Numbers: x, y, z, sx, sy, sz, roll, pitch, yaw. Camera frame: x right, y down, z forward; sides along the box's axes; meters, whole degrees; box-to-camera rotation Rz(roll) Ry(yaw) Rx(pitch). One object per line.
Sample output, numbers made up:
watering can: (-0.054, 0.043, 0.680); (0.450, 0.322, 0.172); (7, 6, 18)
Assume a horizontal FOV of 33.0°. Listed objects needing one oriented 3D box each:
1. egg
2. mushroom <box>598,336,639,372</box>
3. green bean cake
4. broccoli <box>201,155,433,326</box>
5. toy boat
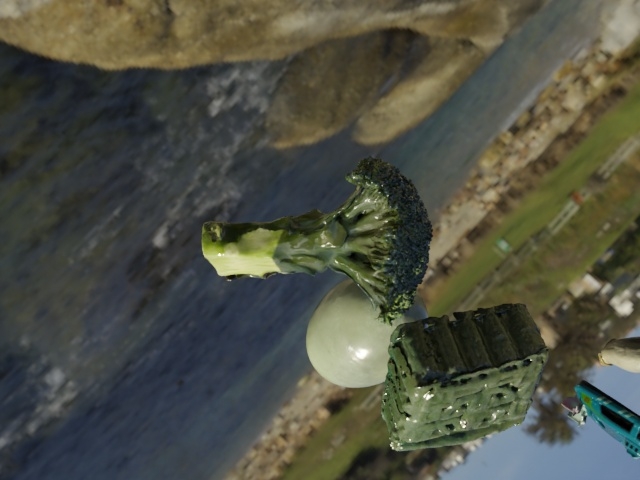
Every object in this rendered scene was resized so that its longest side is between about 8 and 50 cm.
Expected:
egg: (0.108, 0.212, 2.557); (0.258, 0.258, 0.352); (-39, 175, -46)
mushroom: (0.779, 0.247, 2.391); (0.351, 0.097, 0.109); (-9, -151, 39)
green bean cake: (0.225, 0.229, 1.731); (0.241, 0.132, 0.255); (-11, 141, -16)
broccoli: (0.001, -0.023, 1.726); (0.221, 0.361, 0.252); (31, 75, -77)
toy boat: (0.692, 0.438, 2.460); (0.092, 0.299, 0.134); (-47, 136, -9)
